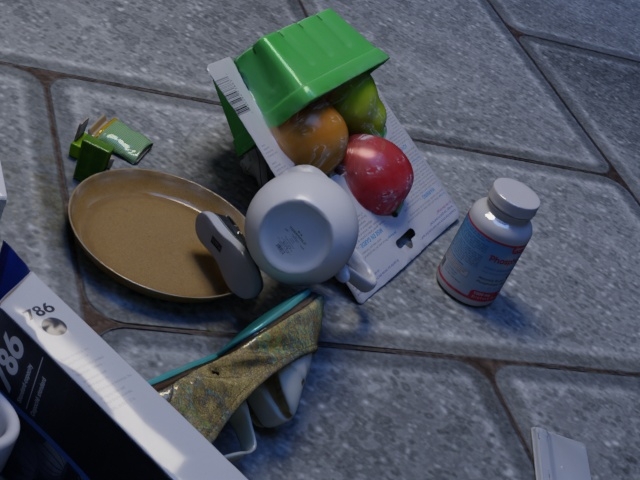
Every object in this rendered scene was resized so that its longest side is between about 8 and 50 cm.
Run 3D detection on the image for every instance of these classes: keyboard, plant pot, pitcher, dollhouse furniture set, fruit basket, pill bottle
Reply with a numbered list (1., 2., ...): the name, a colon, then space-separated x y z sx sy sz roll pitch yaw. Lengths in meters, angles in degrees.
1. keyboard: 0.271 0.300 1.295 0.072 0.014 0.256 24 32 -11
2. plant pot: -0.184 -0.002 1.398 0.236 0.032 0.236 18 34 -12
3. pitcher: 0.000 0.000 1.353 0.178 0.125 0.207 47 10 -3
4. dollhouse furniture set: -0.263 -0.129 1.499 0.076 0.058 0.152 27 33 2
5. fruit basket: 0.021 -0.119 1.593 0.353 0.165 0.327 60 37 -6
6. pill bottle: 0.221 0.001 1.546 0.087 0.160 0.087 17 34 -12

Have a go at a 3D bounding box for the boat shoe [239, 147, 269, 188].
1. boat shoe: -0.091 -0.101 1.606 0.035 0.035 0.100 -13 47 -5

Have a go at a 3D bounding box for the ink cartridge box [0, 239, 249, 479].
1. ink cartridge box: -0.211 0.164 1.020 0.332 0.165 0.065 40 36 23

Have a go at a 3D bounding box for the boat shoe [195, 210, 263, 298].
1. boat shoe: -0.096 0.013 1.362 0.040 0.049 0.142 -2 39 -37

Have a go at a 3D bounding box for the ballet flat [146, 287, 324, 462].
1. ballet flat: -0.083 0.151 1.185 0.123 0.123 0.348 36 29 16

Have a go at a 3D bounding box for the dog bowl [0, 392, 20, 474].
1. dog bowl: -0.371 0.141 0.901 0.265 0.104 0.265 25 4 -2

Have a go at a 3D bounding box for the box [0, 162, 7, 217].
1. box: -0.408 -0.072 1.268 0.103 0.114 0.203 7 37 -29
